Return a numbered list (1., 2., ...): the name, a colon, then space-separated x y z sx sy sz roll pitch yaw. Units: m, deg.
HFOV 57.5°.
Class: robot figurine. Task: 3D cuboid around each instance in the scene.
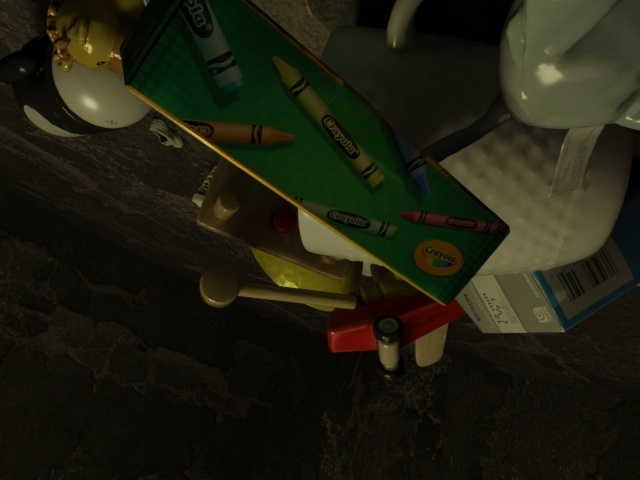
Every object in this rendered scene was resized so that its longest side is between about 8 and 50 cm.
1. robot figurine: -0.377 -0.259 0.930 0.278 0.209 0.173 4 136 43

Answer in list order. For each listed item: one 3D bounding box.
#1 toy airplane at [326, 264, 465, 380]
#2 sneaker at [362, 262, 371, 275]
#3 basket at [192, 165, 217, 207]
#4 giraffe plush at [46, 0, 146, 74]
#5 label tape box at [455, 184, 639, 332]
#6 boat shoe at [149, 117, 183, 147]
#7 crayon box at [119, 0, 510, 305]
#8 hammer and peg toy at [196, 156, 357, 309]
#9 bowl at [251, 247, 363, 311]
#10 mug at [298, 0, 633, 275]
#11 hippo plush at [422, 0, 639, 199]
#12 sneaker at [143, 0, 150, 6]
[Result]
1. toy airplane: 0.220 0.099 1.259 0.384 0.386 0.272 21 -162 -40
2. sneaker: 0.154 0.055 1.540 0.212 0.080 0.094 1 144 49
3. basket: -0.199 -0.090 1.373 0.113 0.103 0.167 16 163 29
4. giraffe plush: -0.249 -0.281 0.710 0.210 0.170 0.181 19 164 0
5. label tape box: 0.355 0.041 0.921 0.115 0.249 0.348 60 167 5
6. boat shoe: -0.326 -0.218 1.232 0.035 0.035 0.100 11 162 22
7. crayon box: -0.007 -0.076 0.437 0.278 0.081 0.165 33 -172 -29
8. hammer and peg toy: -0.050 -0.042 0.931 0.266 0.361 0.127 21 163 -13
9. bowl: 0.000 0.000 1.312 0.289 0.289 0.156 28 118 -28
10. mug: 0.167 -0.129 0.659 0.328 0.276 0.374 10 132 10
11. hippo plush: 0.228 -0.191 0.382 0.234 0.237 0.294 17 157 6
12. sneaker: -0.036 -0.244 0.498 0.319 0.208 0.127 22 166 8
